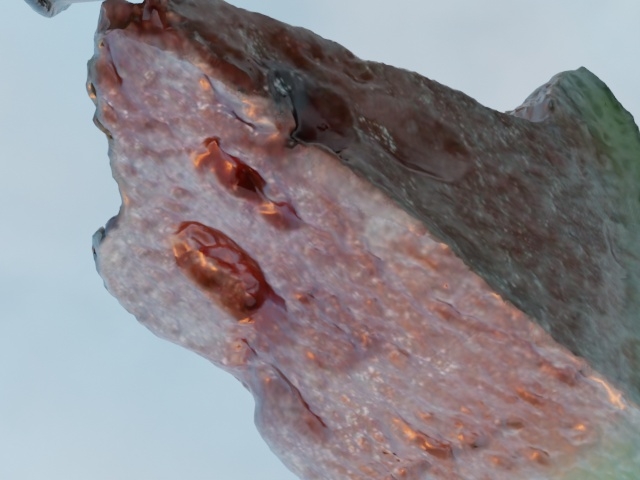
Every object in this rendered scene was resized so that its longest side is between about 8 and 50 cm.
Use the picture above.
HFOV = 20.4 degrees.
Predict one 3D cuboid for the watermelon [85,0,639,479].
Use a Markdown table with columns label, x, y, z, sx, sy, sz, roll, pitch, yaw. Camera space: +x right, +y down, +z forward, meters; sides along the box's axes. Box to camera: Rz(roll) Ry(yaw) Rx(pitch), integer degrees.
| label | x | y | z | sx | sy | sz | roll | pitch | yaw |
| --- | --- | --- | --- | --- | --- | --- | --- | --- | --- |
| watermelon | 0.014 | 0.019 | 0.406 | 0.158 | 0.098 | 0.121 | 12 | -136 | -46 |

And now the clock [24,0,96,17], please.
| label | x | y | z | sx | sy | sz | roll | pitch | yaw |
| --- | --- | --- | --- | --- | --- | --- | --- | --- | --- |
| clock | -0.080 | -0.211 | 0.341 | 0.273 | 0.049 | 0.278 | 58 | -149 | -72 |
